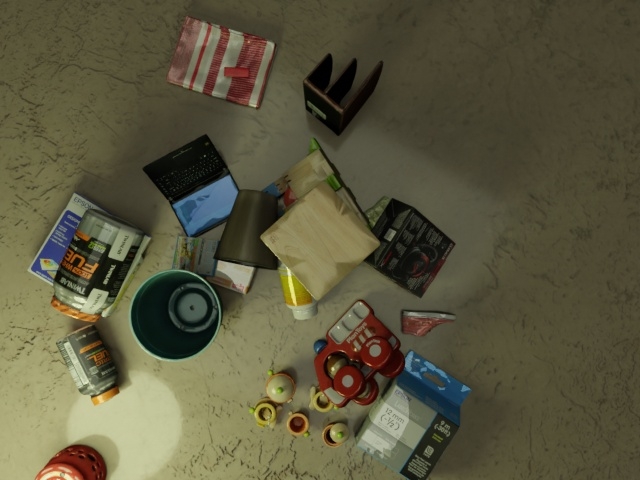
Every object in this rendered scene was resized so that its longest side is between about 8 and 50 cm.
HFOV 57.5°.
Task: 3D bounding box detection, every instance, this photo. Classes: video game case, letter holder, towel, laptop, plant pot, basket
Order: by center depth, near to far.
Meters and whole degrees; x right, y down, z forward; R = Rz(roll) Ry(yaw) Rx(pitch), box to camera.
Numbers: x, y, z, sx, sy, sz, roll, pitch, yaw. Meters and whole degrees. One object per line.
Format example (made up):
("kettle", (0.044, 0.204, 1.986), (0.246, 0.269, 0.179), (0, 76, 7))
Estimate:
("letter holder", (0.071, -0.486, 1.828), (0.152, 0.302, 0.214), (40, 89, 1))
("basket", (-0.214, -0.035, 1.828), (0.204, 0.154, 0.227), (11, 83, -5))
("plant pot", (-0.428, 0.223, 1.833), (0.271, 0.255, 0.272), (0, 88, -1))
("plant pot", (-0.809, 0.771, 1.861), (0.191, 0.174, 0.191), (0, 87, 2))
("laptop", (-0.402, -0.169, 1.901), (0.234, 0.264, 0.137), (-28, 52, -1))
("video game case", (-0.411, 0.051, 1.918), (0.166, 0.015, 0.119), (6, 84, 25))
("towel", (0.228, -0.067, 1.954), (0.110, 0.027, 0.148), (-40, 89, -2))
("towel", (-0.332, -0.600, 1.964), (0.329, 0.037, 0.237), (16, 89, 0))

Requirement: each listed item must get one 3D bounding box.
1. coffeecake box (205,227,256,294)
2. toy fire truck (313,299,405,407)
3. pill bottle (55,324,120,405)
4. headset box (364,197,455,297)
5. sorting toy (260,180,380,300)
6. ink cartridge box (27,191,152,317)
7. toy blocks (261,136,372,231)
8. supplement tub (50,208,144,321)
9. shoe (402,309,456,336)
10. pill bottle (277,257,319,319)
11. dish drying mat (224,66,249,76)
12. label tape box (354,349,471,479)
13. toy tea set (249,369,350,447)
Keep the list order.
("coffeecake box", (-0.280, 0.068, 1.930), (0.142, 0.068, 0.186), (19, 88, 0))
("toy fire truck", (0.107, 0.372, 1.881), (0.302, 0.169, 0.254), (-46, 56, 0))
("pill bottle", (-0.744, 0.408, 1.891), (0.130, 0.130, 0.246), (-27, 89, -1))
("headset box", (0.283, 0.035, 1.851), (0.293, 0.110, 0.218), (33, 89, -41))
("sorting toy", (0.000, 0.000, 1.759), (0.255, 0.089, 0.257), (-42, 90, -1))
("ink cartridge box", (-0.755, 0.046, 1.934), (0.303, 0.072, 0.307), (31, 86, 2))
("toy blocks", (-0.027, -0.103, 1.899), (0.261, 0.191, 0.381), (-34, 89, 11))
("supplement tub", (-0.694, 0.077, 1.804), (0.193, 0.193, 0.316), (24, 89, 1))
("shoe", (0.358, 0.277, 1.930), (0.178, 0.063, 0.081), (2, 90, 5))
("pill bottle", (-0.067, 0.143, 1.888), (0.117, 0.117, 0.215), (-11, 107, 0))
("dish drying mat", (-0.280, -0.562, 1.946), (0.083, 0.008, 0.032), (2, 91, 0))
("label tape box", (0.307, 0.574, 1.895), (0.249, 0.115, 0.348), (33, 90, 1))
("toy tea set", (-0.056, 0.553, 1.888), (0.336, 0.124, 0.200), (18, 88, 1))
